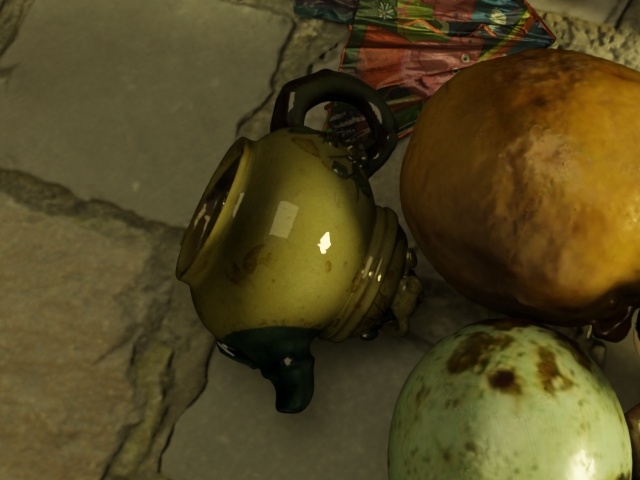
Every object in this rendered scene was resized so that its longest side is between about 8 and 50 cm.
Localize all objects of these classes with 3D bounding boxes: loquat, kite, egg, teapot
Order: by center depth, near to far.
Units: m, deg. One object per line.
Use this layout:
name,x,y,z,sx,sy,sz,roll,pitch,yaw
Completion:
egg,0.130,0.167,1.206,0.169,0.169,0.231,0,74,9
loquat,0.171,-0.043,1.273,0.238,0.193,0.238,18,34,-13
teapot,0.000,0.000,1.322,0.183,0.173,0.269,25,68,-11
kite,0.087,-0.173,1.462,0.234,0.016,0.321,10,67,12

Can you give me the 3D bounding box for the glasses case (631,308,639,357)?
glasses case,0.358,0.050,1.221,0.314,0.075,0.122,-15,46,-28

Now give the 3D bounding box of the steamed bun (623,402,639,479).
steamed bun,0.296,0.166,1.212,0.145,0.106,0.175,-26,60,-7
